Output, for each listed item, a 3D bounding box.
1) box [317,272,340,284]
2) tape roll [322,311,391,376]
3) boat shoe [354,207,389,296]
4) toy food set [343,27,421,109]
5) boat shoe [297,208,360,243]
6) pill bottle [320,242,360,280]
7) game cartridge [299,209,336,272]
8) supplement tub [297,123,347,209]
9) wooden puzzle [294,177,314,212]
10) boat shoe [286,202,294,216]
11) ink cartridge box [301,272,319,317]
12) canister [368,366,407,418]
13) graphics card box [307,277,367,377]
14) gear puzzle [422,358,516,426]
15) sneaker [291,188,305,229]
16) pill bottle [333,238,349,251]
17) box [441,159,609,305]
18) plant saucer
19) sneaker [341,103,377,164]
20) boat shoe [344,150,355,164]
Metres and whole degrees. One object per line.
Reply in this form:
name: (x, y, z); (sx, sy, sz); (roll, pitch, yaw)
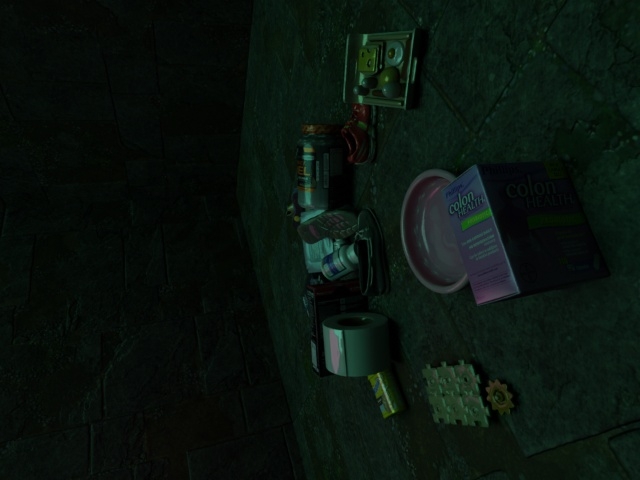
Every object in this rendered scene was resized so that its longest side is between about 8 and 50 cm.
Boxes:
box: (0.043, 0.259, 1.979); (0.147, 0.078, 0.179); (-122, 32, -50)
tape roll: (0.134, 0.376, 1.537); (0.246, 0.247, 0.168); (-172, 77, -69)
boat shoe: (0.174, 0.042, 1.539); (0.112, 0.096, 0.334); (145, 117, -67)
toy food set: (0.178, -0.531, 1.294); (0.306, 0.093, 0.219); (30, 125, 48)
boat shoe: (0.047, -0.083, 1.759); (0.356, 0.130, 0.132); (-10, 118, 46)
pill bottle: (0.099, 0.081, 1.673); (0.187, 0.112, 0.111); (-33, 63, 40)
game cartridge: (0.000, 0.000, 1.945); (0.198, 0.062, 0.296); (-8, 88, 39)
supplement tub: (0.006, -0.307, 1.724); (0.207, 0.208, 0.337); (-145, 52, -64)
wooden puzzle: (-0.067, -0.164, 2.143); (0.322, 0.081, 0.346); (-174, 78, -69)
boat shoe: (-0.154, -0.184, 2.378); (0.190, 0.072, 0.068); (122, 137, -59)
ink cartridge box: (-0.036, 0.314, 2.230); (0.332, 0.065, 0.165); (102, 152, -42)
canister: (0.245, 0.557, 1.539); (0.126, 0.074, 0.169); (112, 144, -52)
graphics card box: (0.076, 0.350, 1.698); (0.094, 0.233, 0.369); (-168, 72, -68)
gear puzzle: (0.402, 0.413, 1.134); (0.339, 0.044, 0.175); (136, 126, -61)
sneaker: (-0.101, -0.156, 2.067); (0.082, 0.069, 0.209); (-61, -27, -61)
pill bottle: (0.093, 0.036, 1.794); (0.067, 0.067, 0.120); (170, 93, -70)
box: (0.383, -0.018, 0.796); (0.117, 0.214, 0.242); (131, 130, -63)
plant saucer: (0.334, -0.026, 1.112); (0.332, 0.084, 0.331); (173, 90, -69)
sneaker: (0.131, -0.412, 1.486); (0.107, 0.119, 0.278); (-174, 79, -69)
boat shoe: (0.134, -0.336, 1.615); (0.133, 0.042, 0.048); (131, 132, -61)
